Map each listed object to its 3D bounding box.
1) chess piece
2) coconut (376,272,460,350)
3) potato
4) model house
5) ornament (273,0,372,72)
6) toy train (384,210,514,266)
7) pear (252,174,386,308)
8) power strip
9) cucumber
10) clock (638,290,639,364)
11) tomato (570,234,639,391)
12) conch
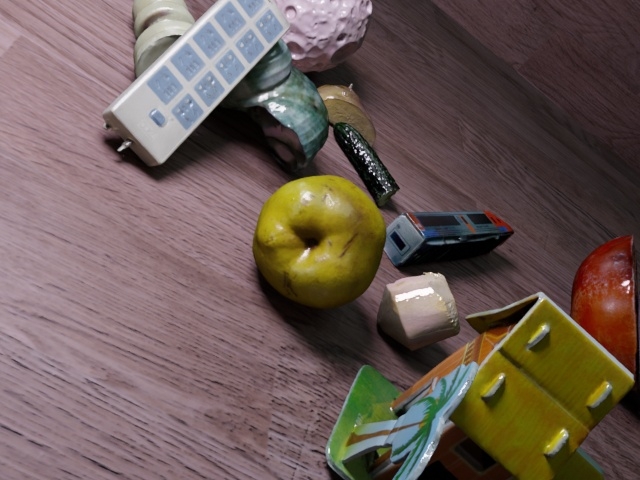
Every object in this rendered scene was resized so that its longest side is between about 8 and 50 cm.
[{"bbox_3d":[-0.257,-0.341,1.193,0.133,0.133,0.243,20,31,-36],"label":"chess piece"},{"bbox_3d":[0.149,0.113,1.120,0.116,0.122,0.116,-17,90,-89],"label":"coconut"},{"bbox_3d":[0.063,-0.288,1.528,0.172,0.089,0.100,28,31,-23],"label":"potato"},{"bbox_3d":[0.209,0.251,0.814,0.300,0.323,0.340,41,30,-4],"label":"model house"},{"bbox_3d":[-0.012,-0.482,1.512,0.225,0.259,0.259,56,32,12],"label":"ornament"},{"bbox_3d":[0.268,-0.012,1.439,0.410,0.086,0.089,-5,54,-52],"label":"toy train"},{"bbox_3d":[0.000,0.000,1.016,0.200,0.200,0.200,30,33,-23],"label":"pear"},{"bbox_3d":[-0.179,-0.253,1.056,0.106,0.043,0.367,49,62,-25],"label":"power strip"},{"bbox_3d":[0.087,-0.164,1.447,0.058,0.052,0.214,-18,61,-25],"label":"cucumber"},{"bbox_3d":[0.734,0.229,1.496,0.322,0.114,0.295,55,41,-48],"label":"clock"},{"bbox_3d":[0.618,0.147,1.548,0.338,0.144,0.338,-2,90,-68],"label":"tomato"},{"bbox_3d":[-0.096,-0.259,1.230,0.220,0.196,0.277,-126,-158,-64],"label":"conch"}]
